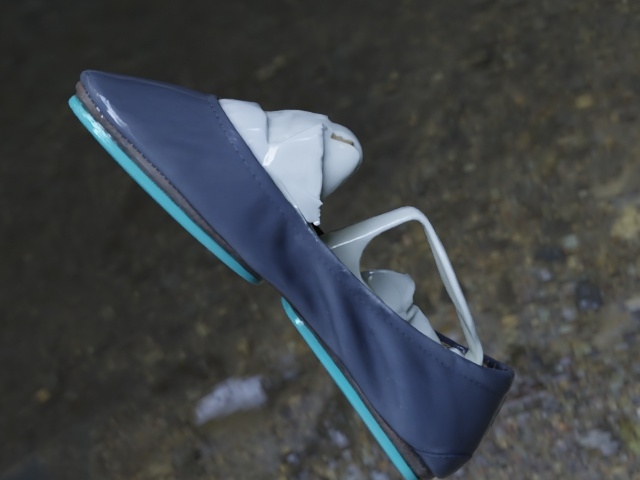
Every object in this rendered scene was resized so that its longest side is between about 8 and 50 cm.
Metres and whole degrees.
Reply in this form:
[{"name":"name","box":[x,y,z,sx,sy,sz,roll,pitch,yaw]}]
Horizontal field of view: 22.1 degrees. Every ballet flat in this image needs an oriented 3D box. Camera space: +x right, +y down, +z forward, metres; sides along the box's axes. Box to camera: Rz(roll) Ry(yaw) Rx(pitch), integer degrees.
[{"name":"ballet flat","box":[0.000,0.000,0.586,0.074,0.203,0.074,-37,18,14]}]
